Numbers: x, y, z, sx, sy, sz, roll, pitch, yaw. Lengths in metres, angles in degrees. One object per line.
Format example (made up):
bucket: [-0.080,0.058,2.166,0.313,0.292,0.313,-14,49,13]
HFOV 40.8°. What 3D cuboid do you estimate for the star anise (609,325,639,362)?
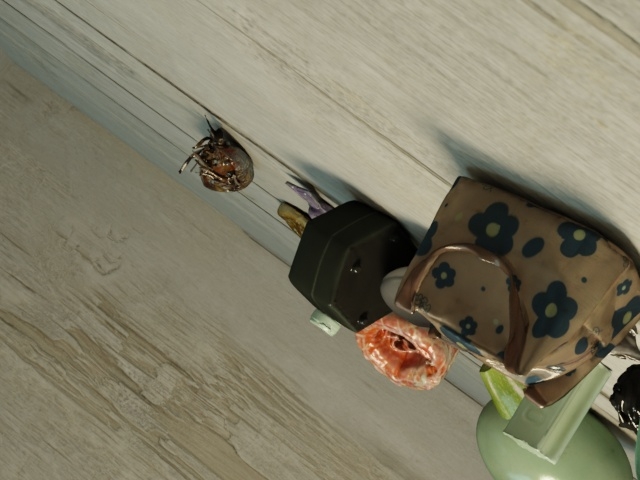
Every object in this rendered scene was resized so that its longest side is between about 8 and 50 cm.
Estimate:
star anise: [0.356,0.097,1.191,0.195,0.065,0.182,36,179,-27]

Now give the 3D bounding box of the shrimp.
shrimp: [-0.234,-0.184,1.937,0.145,0.116,0.343,11,166,6]

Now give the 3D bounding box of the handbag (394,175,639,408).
handbag: [0.230,0.063,1.029,0.251,0.193,0.190,31,175,39]

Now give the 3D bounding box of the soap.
soap: [0.422,0.289,1.541,0.063,0.198,0.114,38,170,-20]

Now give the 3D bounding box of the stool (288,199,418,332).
stool: [0.065,0.049,1.623,0.141,0.232,0.232,32,172,44]

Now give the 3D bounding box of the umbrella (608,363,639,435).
umbrella: [0.587,0.298,1.259,0.340,0.118,0.118,31,172,10]

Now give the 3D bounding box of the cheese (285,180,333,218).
cheese: [0.002,-0.062,1.882,0.105,0.042,0.191,26,167,49]

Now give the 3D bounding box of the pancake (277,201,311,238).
pancake: [0.000,-0.001,2.267,0.282,0.049,0.282,39,174,5]

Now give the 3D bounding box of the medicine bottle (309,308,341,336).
medicine bottle: [0.067,0.098,1.858,0.121,0.229,0.083,31,170,37]

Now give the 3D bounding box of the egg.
egg: [0.549,0.511,2.036,0.389,0.276,0.276,33,172,27]

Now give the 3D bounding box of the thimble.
thimble: [0.200,0.207,1.920,0.239,0.162,0.239,24,142,20]

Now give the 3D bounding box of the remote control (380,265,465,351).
remote control: [0.255,0.133,1.563,0.332,0.103,0.221,31,157,-31]

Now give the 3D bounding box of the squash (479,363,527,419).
squash: [0.400,0.269,1.716,0.123,0.170,0.170,48,173,1]

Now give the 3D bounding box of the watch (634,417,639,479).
watch: [0.480,0.252,1.017,0.068,0.237,0.195,-2,-112,-50]
